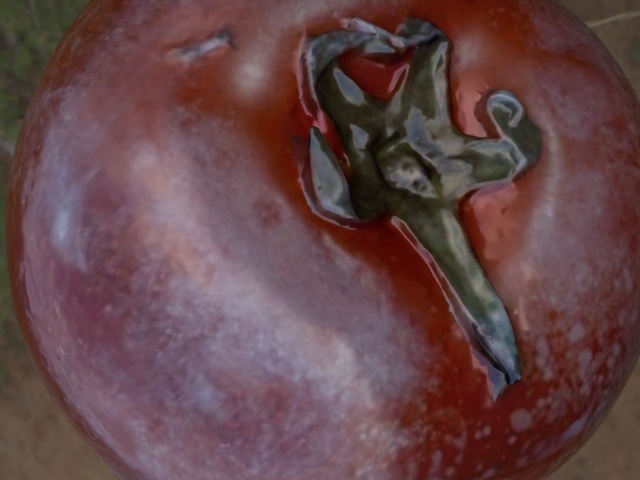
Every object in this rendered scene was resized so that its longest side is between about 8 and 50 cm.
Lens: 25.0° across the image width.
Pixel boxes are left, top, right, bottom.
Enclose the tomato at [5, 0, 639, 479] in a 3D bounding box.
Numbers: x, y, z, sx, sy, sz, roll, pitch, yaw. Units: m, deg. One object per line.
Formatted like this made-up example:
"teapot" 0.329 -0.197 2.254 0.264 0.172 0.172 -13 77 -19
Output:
"tomato" 0.000 0.000 0.609 0.270 0.270 0.227 64 154 7
